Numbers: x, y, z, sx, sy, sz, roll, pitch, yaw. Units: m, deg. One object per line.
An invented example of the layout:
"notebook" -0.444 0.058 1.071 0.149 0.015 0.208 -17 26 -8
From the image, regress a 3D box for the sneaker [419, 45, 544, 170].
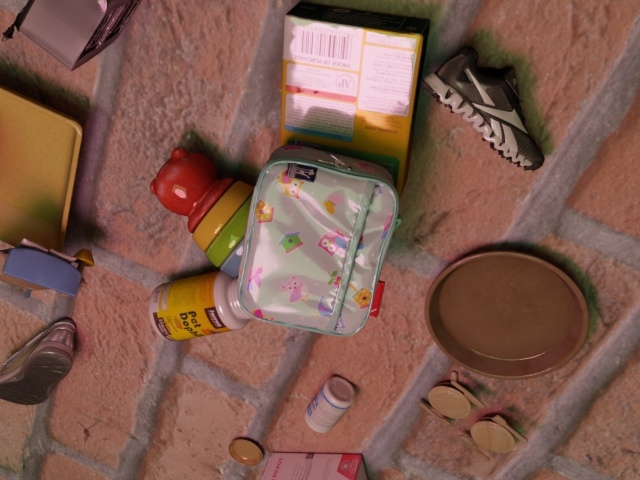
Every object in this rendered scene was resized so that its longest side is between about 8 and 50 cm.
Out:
"sneaker" 0.262 -0.195 1.094 0.234 0.078 0.106 36 107 -19

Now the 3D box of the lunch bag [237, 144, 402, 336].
"lunch bag" 0.000 0.000 1.140 0.224 0.108 0.279 14 109 1

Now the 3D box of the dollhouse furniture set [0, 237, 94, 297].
"dollhouse furniture set" -0.603 -0.018 1.399 0.303 0.198 0.286 27 157 -38

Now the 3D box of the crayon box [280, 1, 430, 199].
"crayon box" 0.044 -0.189 1.167 0.203 0.083 0.323 12 124 10

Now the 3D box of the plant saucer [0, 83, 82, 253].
"plant saucer" -0.593 -0.158 1.392 0.333 0.081 0.333 25 126 2

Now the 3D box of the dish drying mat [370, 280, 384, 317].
"dish drying mat" 0.097 0.107 1.386 0.032 0.008 0.083 15 125 9

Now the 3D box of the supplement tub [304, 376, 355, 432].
"supplement tub" 0.019 0.333 1.517 0.071 0.071 0.107 30 125 -3

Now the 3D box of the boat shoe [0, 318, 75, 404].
"boat shoe" -0.644 0.283 1.692 0.118 0.103 0.320 29 134 -25

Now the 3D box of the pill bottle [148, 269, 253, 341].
"pill bottle" -0.210 0.121 1.425 0.215 0.117 0.117 -13 117 25

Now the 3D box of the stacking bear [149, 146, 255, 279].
"stacking bear" -0.156 -0.039 1.289 0.289 0.164 0.175 39 125 -3

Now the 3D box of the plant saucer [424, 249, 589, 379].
"plant saucer" 0.322 0.127 1.308 0.278 0.041 0.278 9 124 13

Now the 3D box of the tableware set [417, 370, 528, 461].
"tableware set" 0.297 0.338 1.454 0.194 0.039 0.128 40 136 -2

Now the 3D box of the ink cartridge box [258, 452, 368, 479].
"ink cartridge box" -0.022 0.545 1.612 0.218 0.158 0.092 -3 121 20

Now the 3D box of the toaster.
"toaster" -0.359 -0.361 1.132 0.110 0.168 0.186 40 124 -10

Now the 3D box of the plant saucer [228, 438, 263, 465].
"plant saucer" -0.168 0.478 1.704 0.083 0.015 0.083 8 123 12
